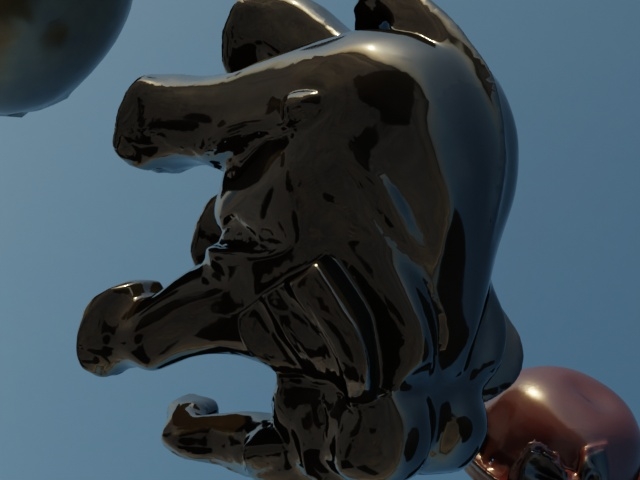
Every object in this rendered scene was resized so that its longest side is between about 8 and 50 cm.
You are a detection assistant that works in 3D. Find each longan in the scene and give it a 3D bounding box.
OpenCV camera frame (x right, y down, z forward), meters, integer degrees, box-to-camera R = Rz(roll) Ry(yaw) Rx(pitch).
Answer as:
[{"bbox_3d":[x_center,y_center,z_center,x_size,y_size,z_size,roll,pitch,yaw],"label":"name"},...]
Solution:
[{"bbox_3d":[-0.315,-0.250,1.200,0.319,0.319,0.319,11,-76,52],"label":"longan"}]

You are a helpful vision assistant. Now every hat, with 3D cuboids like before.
[{"bbox_3d":[0.197,0.157,1.162,0.205,0.205,0.089,40,-63,43],"label":"hat"}]

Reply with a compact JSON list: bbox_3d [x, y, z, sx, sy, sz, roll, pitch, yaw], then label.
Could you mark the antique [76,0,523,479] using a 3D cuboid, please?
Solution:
[{"bbox_3d":[0.000,0.000,0.874,0.255,0.185,0.322,16,-85,36],"label":"antique"}]
